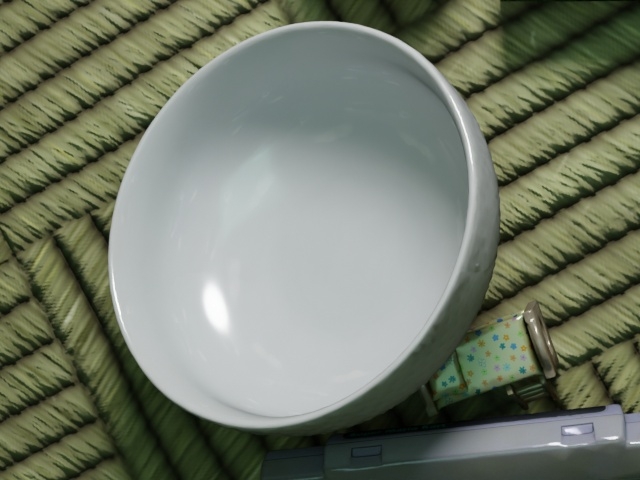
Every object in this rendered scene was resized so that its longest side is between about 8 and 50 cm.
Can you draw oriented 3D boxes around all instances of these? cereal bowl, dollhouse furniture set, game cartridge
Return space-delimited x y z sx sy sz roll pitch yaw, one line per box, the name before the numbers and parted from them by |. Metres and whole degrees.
cereal bowl | 0.000 0.000 1.157 0.339 0.141 0.339 -10 70 29
dollhouse furniture set | 0.122 0.158 1.188 0.182 0.101 0.161 -20 89 12
game cartridge | 0.144 0.253 1.170 0.355 0.068 0.230 -7 111 12
